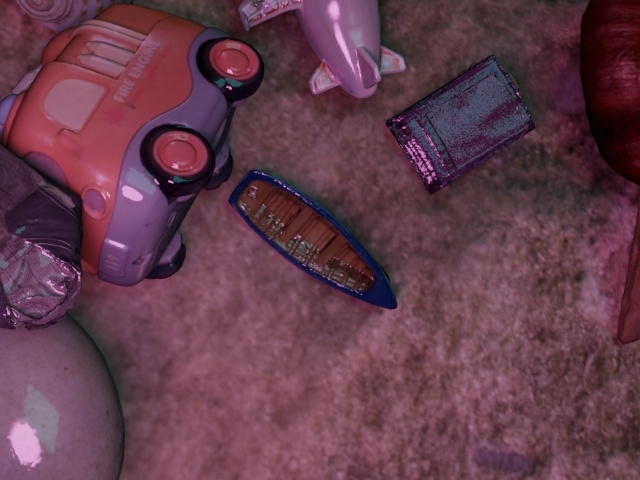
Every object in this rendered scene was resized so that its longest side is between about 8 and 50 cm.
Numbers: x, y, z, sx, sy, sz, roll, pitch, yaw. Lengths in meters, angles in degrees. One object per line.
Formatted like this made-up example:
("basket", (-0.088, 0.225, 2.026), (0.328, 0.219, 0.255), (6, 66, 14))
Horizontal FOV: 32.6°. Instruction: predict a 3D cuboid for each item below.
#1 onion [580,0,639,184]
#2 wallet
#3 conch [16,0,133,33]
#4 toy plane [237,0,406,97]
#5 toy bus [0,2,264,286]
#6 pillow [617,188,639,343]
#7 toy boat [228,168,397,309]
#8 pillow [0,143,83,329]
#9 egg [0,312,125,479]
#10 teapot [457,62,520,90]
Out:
("onion", (0.513, -0.227, 1.452), (0.347, 0.285, 0.348), (4, 83, -39))
("wallet", (0.177, -0.146, 1.370), (0.166, 0.030, 0.111), (-33, 88, -7))
("conch", (-0.262, -0.288, 1.198), (0.153, 0.102, 0.135), (-45, 110, -32))
("toy plane", (0.020, -0.292, 1.312), (0.252, 0.118, 0.252), (1, 85, -13))
("toy bus", (-0.200, -0.113, 1.111), (0.232, 0.194, 0.288), (28, 55, -3))
("pillow", (0.491, 0.016, 1.426), (0.236, 0.084, 0.223), (-9, 116, -26))
("toy boat", (0.000, 0.000, 1.244), (0.229, 0.080, 0.046), (36, 25, -10))
("pillow", (-0.341, -0.025, 0.992), (0.335, 0.092, 0.161), (27, 62, 25))
("egg", (-0.268, 0.156, 0.989), (0.169, 0.169, 0.236), (-16, 70, -30))
("teapot", (0.221, -0.197, 1.426), (0.083, 0.067, 0.057), (57, 16, 10))
